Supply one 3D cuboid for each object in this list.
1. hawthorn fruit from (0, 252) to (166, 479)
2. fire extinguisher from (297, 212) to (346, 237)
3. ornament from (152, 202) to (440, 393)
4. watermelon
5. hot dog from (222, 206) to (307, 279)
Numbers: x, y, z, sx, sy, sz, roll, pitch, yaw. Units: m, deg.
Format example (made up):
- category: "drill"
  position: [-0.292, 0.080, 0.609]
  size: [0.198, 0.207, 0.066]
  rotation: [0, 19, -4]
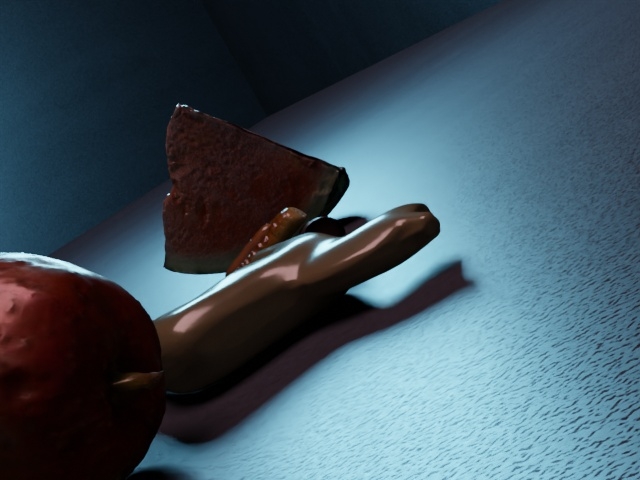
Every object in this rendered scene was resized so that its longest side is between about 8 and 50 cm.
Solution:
- category: "hawthorn fruit"
  position: [-0.174, 0.093, 0.829]
  size: [0.200, 0.179, 0.179]
  rotation: [-7, 19, 26]
- category: "fire extinguisher"
  position: [0.000, 0.000, 1.164]
  size: [0.132, 0.039, 0.056]
  rotation: [163, 128, -86]
- category: "ornament"
  position: [-0.029, 0.038, 0.988]
  size: [0.230, 0.061, 0.245]
  rotation: [-31, 7, -22]
- category: "watermelon"
  position: [-0.073, -0.043, 1.344]
  size: [0.207, 0.202, 0.136]
  rotation: [-24, 50, 48]
- category: "hot dog"
  position: [-0.063, 0.021, 1.186]
  size: [0.137, 0.028, 0.044]
  rotation: [-50, -1, 16]
